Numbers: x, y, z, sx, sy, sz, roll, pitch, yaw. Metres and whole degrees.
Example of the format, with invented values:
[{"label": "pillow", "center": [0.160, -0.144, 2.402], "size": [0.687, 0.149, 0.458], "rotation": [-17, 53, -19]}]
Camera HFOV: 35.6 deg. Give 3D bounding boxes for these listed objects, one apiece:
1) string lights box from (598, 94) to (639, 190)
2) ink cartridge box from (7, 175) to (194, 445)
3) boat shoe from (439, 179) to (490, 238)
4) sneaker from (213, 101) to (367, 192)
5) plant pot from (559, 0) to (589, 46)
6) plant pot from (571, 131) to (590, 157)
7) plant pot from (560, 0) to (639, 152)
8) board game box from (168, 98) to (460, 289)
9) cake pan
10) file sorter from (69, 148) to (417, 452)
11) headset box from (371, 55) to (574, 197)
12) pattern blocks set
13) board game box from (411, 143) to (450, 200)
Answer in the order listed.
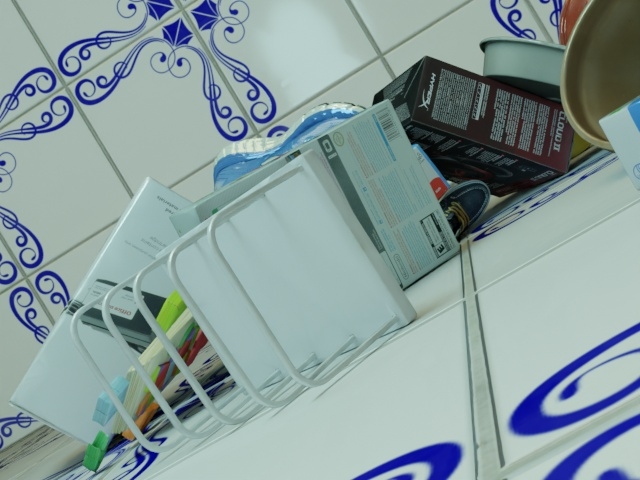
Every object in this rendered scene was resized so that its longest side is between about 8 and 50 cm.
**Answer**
[{"label": "string lights box", "center": [0.376, -0.137, 0.817], "size": [0.133, 0.076, 0.260], "rotation": [-30, 0, -38]}, {"label": "ink cartridge box", "center": [-0.320, 0.124, 1.601], "size": [0.394, 0.166, 0.285], "rotation": [-60, 8, -13]}, {"label": "boat shoe", "center": [0.195, -0.029, 1.473], "size": [0.183, 0.065, 0.083], "rotation": [-38, 8, -17]}, {"label": "sneaker", "center": [-0.028, -0.097, 1.517], "size": [0.330, 0.130, 0.147], "rotation": [-20, 48, 32]}, {"label": "plant pot", "center": [0.590, -0.373, 1.694], "size": [0.272, 0.272, 0.265], "rotation": [-31, 9, -9]}, {"label": "plant pot", "center": [0.418, -0.177, 1.708], "size": [0.083, 0.081, 0.081], "rotation": [-19, 2, 3]}, {"label": "plant pot", "center": [0.390, -0.197, 1.101], "size": [0.110, 0.237, 0.237], "rotation": [18, -31, -32]}, {"label": "board game box", "center": [0.000, -0.008, 1.243], "size": [0.303, 0.224, 0.097], "rotation": [-31, 10, -27]}, {"label": "cake pan", "center": [0.372, -0.232, 1.489], "size": [0.293, 0.293, 0.054], "rotation": [-52, -21, -87]}, {"label": "file sorter", "center": [-0.089, 0.075, 0.995], "size": [0.278, 0.192, 0.173], "rotation": [-30, 4, 44]}, {"label": "headset box", "center": [0.242, -0.165, 1.566], "size": [0.218, 0.293, 0.110], "rotation": [155, 130, -71]}, {"label": "pattern blocks set", "center": [-0.210, 0.164, 1.327], "size": [0.324, 0.026, 0.285], "rotation": [-55, -10, -41]}, {"label": "board game box", "center": [0.000, 0.000, 1.522], "size": [0.302, 0.086, 0.308], "rotation": [-48, 19, -25]}]
